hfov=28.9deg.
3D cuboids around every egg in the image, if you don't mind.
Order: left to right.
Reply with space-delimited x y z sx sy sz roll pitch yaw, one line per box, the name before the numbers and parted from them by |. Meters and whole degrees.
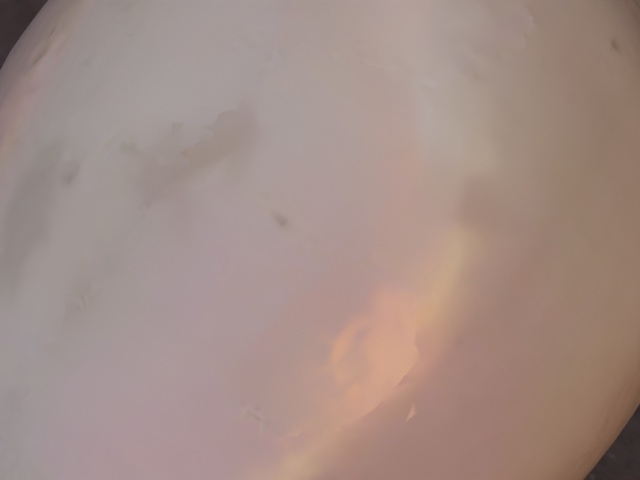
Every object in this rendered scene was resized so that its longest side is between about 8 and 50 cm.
egg | 0.000 0.000 0.491 0.283 0.283 0.345 -8 34 36
